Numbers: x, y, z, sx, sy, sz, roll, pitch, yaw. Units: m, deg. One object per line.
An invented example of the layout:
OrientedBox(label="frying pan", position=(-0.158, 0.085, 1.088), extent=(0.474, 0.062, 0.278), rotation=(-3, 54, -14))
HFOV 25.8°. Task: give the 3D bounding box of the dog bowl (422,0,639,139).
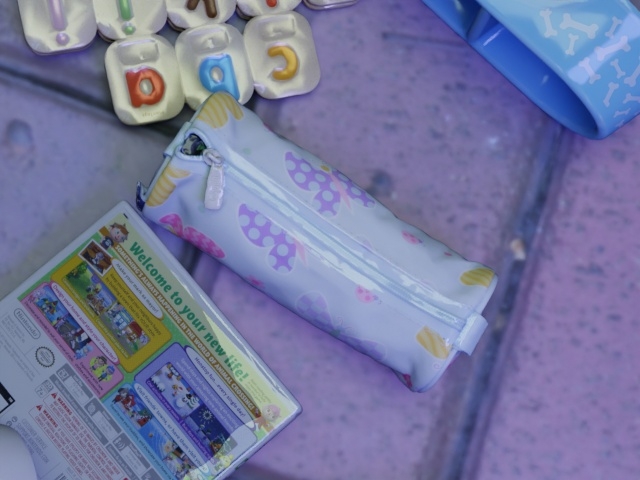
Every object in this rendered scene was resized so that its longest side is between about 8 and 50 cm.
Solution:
OrientedBox(label="dog bowl", position=(0.146, -0.193, 1.095), extent=(0.297, 0.166, 0.074), rotation=(42, 88, 2))

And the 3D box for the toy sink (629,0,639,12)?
OrientedBox(label="toy sink", position=(0.355, -0.228, 1.141), extent=(0.234, 0.131, 0.153), rotation=(35, 76, 5))

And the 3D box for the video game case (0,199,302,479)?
OrientedBox(label="video game case", position=(-0.153, 0.109, 1.035), extent=(0.193, 0.023, 0.212), rotation=(-40, 78, -6))

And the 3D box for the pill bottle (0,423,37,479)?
OrientedBox(label="pill bottle", position=(-0.350, 0.177, 0.888), extent=(0.318, 0.176, 0.176), rotation=(9, 75, -39))

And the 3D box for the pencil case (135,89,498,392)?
OrientedBox(label="pencil case", position=(0.000, 0.000, 1.050), extent=(0.273, 0.124, 0.113), rotation=(34, 68, -1))

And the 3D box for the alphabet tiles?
OrientedBox(label="alphabet tiles", position=(-0.108, -0.238, 1.124), extent=(0.284, 0.021, 0.278), rotation=(-12, 84, -14))
